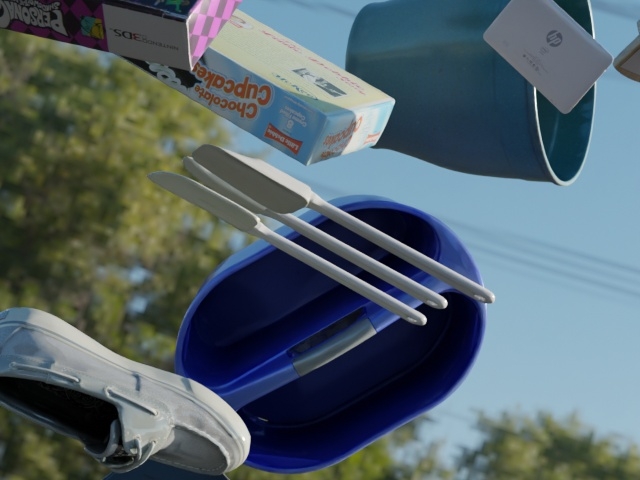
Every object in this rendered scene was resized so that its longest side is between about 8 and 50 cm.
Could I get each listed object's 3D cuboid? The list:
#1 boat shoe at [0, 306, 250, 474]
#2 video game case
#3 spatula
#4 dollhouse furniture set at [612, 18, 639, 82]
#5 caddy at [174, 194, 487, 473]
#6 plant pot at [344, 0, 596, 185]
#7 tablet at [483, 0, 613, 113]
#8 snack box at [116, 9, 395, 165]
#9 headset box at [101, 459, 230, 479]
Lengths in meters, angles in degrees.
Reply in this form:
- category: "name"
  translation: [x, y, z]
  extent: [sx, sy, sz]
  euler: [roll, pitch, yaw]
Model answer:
- category: "boat shoe"
  translation: [-0.158, 0.135, 1.365]
  extent: [0.227, 0.081, 0.079]
  euler: [29, -49, -19]
- category: "video game case"
  translation: [-0.123, -0.196, 1.041]
  extent: [0.210, 0.232, 0.041]
  euler: [13, -47, 16]
- category: "spatula"
  translation: [0.000, 0.000, 1.300]
  extent: [0.242, 0.019, 0.168]
  euler: [30, -20, -15]
- category: "dollhouse furniture set"
  translation: [0.409, -0.030, 1.704]
  extent: [0.286, 0.303, 0.198]
  euler: [19, -43, -27]
- category: "caddy"
  translation: [0.010, 0.097, 1.921]
  extent: [0.241, 0.341, 0.179]
  euler: [59, 2, -10]
- category: "plant pot"
  translation: [0.177, -0.203, 2.187]
  extent: [0.255, 0.271, 0.271]
  euler: [2, -20, 24]
- category: "tablet"
  translation: [0.159, -0.135, 1.265]
  extent: [0.083, 0.054, 0.006]
  euler: [45, 24, 11]
- category: "snack box"
  translation: [-0.100, -0.184, 1.796]
  extent: [0.322, 0.060, 0.187]
  euler: [31, 20, 15]
- category: "headset box"
  translation: [-0.167, 0.327, 1.679]
  extent: [0.131, 0.246, 0.283]
  euler: [46, -12, 24]
